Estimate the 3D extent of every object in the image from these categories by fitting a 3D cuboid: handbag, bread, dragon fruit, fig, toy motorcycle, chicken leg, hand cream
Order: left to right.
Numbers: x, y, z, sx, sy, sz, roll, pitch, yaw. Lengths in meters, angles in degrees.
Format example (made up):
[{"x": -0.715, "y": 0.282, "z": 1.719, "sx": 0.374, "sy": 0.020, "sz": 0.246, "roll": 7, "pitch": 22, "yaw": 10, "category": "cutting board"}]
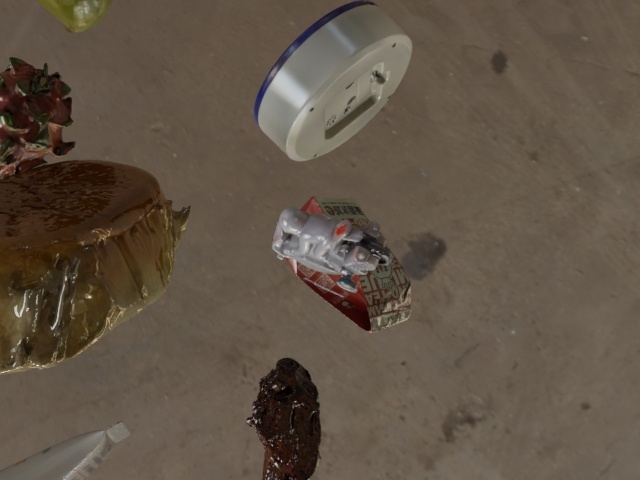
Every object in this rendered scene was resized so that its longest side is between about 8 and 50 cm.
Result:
[{"x": -0.432, "y": -0.144, "z": 1.333, "sx": 0.137, "sy": 0.135, "sz": 0.236, "roll": -1, "pitch": 114, "yaw": -45, "category": "dragon fruit"}, {"x": -0.397, "y": 0.338, "z": 1.271, "sx": 0.314, "sy": 0.140, "sz": 0.089, "roll": -28, "pitch": 76, "yaw": -17, "category": "hand cream"}, {"x": -0.312, "y": 0.018, "z": 1.057, "sx": 0.236, "sy": 0.388, "sz": 0.183, "roll": -7, "pitch": 102, "yaw": 16, "category": "bread"}, {"x": -0.364, "y": -0.385, "z": 1.366, "sx": 0.136, "sy": 0.153, "sz": 0.120, "roll": -13, "pitch": 162, "yaw": -45, "category": "fig"}, {"x": -0.043, "y": 0.227, "z": 0.994, "sx": 0.093, "sy": 0.053, "sz": 0.205, "roll": -1, "pitch": 87, "yaw": -46, "category": "chicken leg"}, {"x": 0.000, "y": 0.000, "z": 1.563, "sx": 0.171, "sy": 0.260, "sz": 0.110, "roll": 32, "pitch": 73, "yaw": -28, "category": "toy motorcycle"}, {"x": 0.055, "y": 0.063, "z": 1.916, "sx": 0.151, "sy": 0.298, "sz": 0.171, "roll": -43, "pitch": 158, "yaw": 27, "category": "handbag"}]

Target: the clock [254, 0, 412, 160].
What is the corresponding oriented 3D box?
[{"x": 0.021, "y": -0.212, "z": 1.277, "sx": 0.230, "sy": 0.230, "sz": 0.083, "roll": -44, "pitch": 76, "yaw": 0, "category": "clock"}]
